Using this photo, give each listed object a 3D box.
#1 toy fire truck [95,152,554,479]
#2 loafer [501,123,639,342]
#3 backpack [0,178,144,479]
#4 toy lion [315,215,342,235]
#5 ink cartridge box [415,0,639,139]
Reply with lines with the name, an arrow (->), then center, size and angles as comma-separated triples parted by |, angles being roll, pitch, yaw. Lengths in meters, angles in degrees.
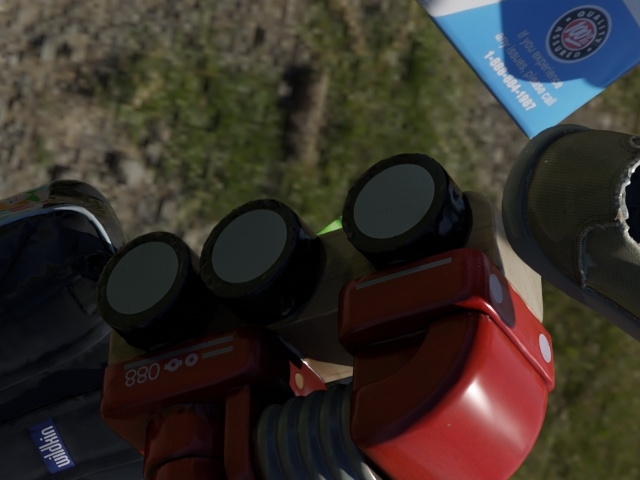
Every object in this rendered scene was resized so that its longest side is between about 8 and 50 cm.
toy fire truck -> -0.011, 0.096, 0.872 | 0.158, 0.217, 0.246 | 48, 34, -46
loafer -> 0.196, 0.030, 0.814 | 0.251, 0.087, 0.094 | 26, 81, -16
backpack -> -0.221, 0.095, 1.215 | 0.253, 0.191, 0.225 | -25, 102, -4
toy lion -> 0.000, 0.000, 1.570 | 0.096, 0.034, 0.100 | -35, 179, 8
ink cartridge box -> 0.183, -0.277, 0.953 | 0.395, 0.166, 0.285 | -35, 144, 9
